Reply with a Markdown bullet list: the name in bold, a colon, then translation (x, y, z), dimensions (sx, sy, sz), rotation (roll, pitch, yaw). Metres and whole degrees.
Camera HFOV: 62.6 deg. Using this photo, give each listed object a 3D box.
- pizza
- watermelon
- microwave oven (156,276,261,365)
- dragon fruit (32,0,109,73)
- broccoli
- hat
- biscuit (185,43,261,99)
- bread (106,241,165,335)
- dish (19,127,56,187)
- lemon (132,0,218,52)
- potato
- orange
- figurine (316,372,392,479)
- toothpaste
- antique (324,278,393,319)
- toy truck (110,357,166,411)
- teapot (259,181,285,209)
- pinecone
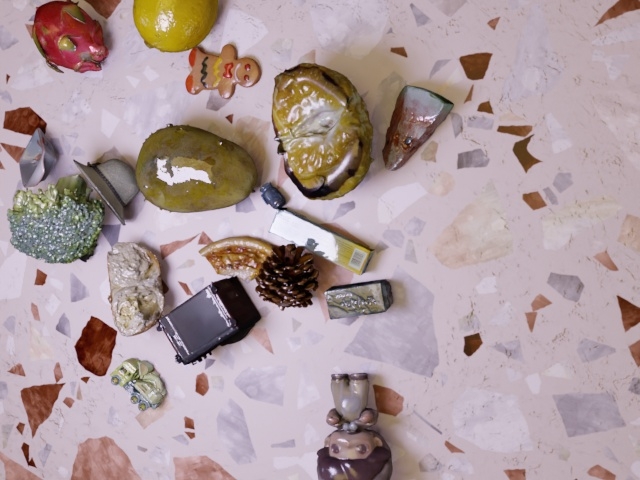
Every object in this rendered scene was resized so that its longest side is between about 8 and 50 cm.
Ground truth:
- **pizza**: translation (-0.249, 0.051, 1.623), dimensions (0.271, 0.056, 0.134), rotation (12, 67, 14)
- **watermelon**: translation (0.241, -0.305, 1.451), dimensions (0.154, 0.094, 0.241), rotation (31, 105, 20)
- **microwave oven**: translation (-0.338, 0.250, 1.622), dimensions (0.247, 0.178, 0.188), rotation (-33, 82, 18)
- **dragon fruit**: translation (-0.799, -0.643, 1.683), dimensions (0.224, 0.224, 0.227), rotation (-29, 88, 17)
- **broccoli**: translation (-0.863, -0.059, 1.714), dimensions (0.277, 0.317, 0.338), rotation (11, 119, -24)
- **hat**: translation (-0.660, -0.184, 1.697), dimensions (0.130, 0.257, 0.257), rotation (-38, 82, -17)
- **biscuit**: translation (-0.302, -0.522, 1.620), dimensions (0.250, 0.036, 0.165), rotation (9, 98, 16)
- **bread**: translation (-0.591, 0.178, 1.685), dimensions (0.192, 0.171, 0.314), rotation (116, 141, -50)
- **dish**: translation (-0.952, -0.264, 1.786), dimensions (0.154, 0.064, 0.234), rotation (-52, 45, 15)
- **lemon**: translation (-0.423, -0.683, 1.544), dimensions (0.236, 0.236, 0.263), rotation (48, 123, 8)
- **potato**: translation (-0.367, -0.218, 1.576), dimensions (0.359, 0.219, 0.270), rotation (-1, 104, 10)
- **orange**: translation (0.026, -0.298, 1.440), dimensions (0.271, 0.210, 0.369), rotation (-16, 88, 41)
- **figurine**: translation (0.091, 0.575, 1.516), dimensions (0.248, 0.203, 0.380), rotation (-5, 81, 11)
- **toothpaste**: translation (0.000, 0.000, 1.551), dimensions (0.313, 0.071, 0.089), rotation (25, 104, 14)
- **antique**: translation (0.115, 0.168, 1.520), dimensions (0.183, 0.086, 0.088), rotation (-11, 92, 18)
- **toy truck**: translation (-0.601, 0.475, 1.771), dimensions (0.191, 0.085, 0.116), rotation (41, 95, 7)
- **teapot**: translation (-0.144, -0.132, 1.602), dimensions (0.049, 0.063, 0.083), rotation (-35, 75, -16)
- **pinecone**: translation (-0.090, 0.103, 1.514), dimensions (0.168, 0.185, 0.212), rotation (63, 146, 31)
